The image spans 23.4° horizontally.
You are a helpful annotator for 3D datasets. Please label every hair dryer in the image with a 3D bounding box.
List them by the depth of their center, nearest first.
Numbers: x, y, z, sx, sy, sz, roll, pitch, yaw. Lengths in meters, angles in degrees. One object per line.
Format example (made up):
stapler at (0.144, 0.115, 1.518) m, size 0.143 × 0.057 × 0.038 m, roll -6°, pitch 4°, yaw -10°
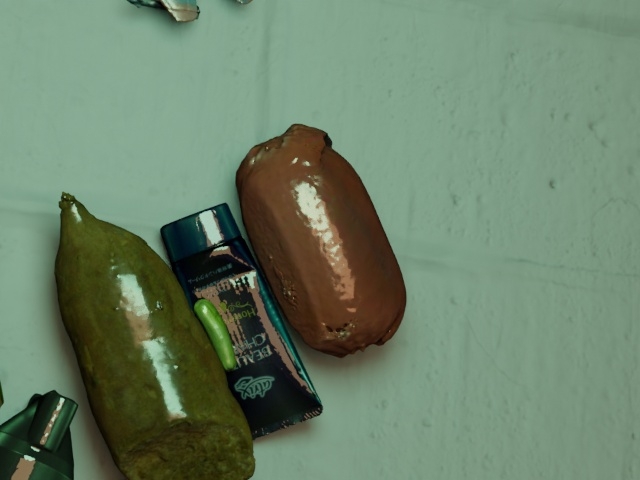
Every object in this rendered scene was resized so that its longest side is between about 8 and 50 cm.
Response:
hair dryer at (-0.420, 0.239, 1.651) m, size 0.303 × 0.116 × 0.244 m, roll 23°, pitch 71°, yaw -5°

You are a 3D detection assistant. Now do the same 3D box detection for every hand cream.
hand cream at (-0.098, 0.095, 1.789) m, size 0.120 × 0.061 × 0.270 m, roll -22°, pitch 90°, yaw 5°

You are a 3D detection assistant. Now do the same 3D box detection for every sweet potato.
sweet potato at (-0.200, 0.116, 1.717) m, size 0.158 × 0.158 × 0.369 m, roll -20°, pitch 79°, yaw -19°

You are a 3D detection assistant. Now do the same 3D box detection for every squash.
squash at (-0.117, 0.107, 1.752) m, size 0.027 × 0.027 × 0.089 m, roll -28°, pitch 100°, yaw -20°

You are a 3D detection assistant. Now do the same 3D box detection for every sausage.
sausage at (0.000, 0.000, 1.792) m, size 0.152 × 0.152 × 0.279 m, roll -21°, pitch 87°, yaw -20°

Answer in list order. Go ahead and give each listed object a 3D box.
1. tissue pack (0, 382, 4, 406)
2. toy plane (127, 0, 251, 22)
tissue pack at (-0.448, 0.047, 1.576) m, size 0.167 × 0.200 × 0.274 m, roll -20°, pitch 69°, yaw -14°
toy plane at (-0.232, -0.368, 1.814) m, size 0.327 × 0.104 × 0.222 m, roll 4°, pitch 78°, yaw -12°
